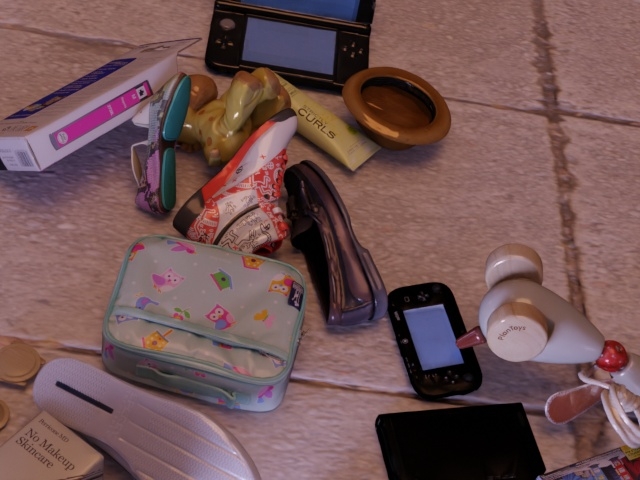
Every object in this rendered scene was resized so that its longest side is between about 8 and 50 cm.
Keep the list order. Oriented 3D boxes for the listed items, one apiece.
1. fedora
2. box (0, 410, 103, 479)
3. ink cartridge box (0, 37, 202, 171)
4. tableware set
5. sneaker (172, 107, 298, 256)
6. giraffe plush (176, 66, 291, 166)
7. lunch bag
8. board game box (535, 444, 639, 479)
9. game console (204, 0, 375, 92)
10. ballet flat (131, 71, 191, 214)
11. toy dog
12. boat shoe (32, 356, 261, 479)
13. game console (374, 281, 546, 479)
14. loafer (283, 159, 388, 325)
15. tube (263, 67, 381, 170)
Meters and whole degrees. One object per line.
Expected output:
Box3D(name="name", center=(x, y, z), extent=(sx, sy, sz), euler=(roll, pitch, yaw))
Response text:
Box3D(name="fedora", center=(0.123, -0.212, 2.073), extent=(0.194, 0.079, 0.194), euler=(10, 48, -12))
Box3D(name="box", center=(-0.390, 0.337, 1.445), extent=(0.113, 0.094, 0.275), euler=(32, 50, 17))
Box3D(name="ink cartridge box", center=(-0.359, -0.218, 1.919), extent=(0.176, 0.069, 0.371), euler=(4, 34, 46))
Box3D(name="tableware set", center=(-0.460, 0.186, 1.618), extent=(0.141, 0.020, 0.168), euler=(20, 48, 8))
Box3D(name="sneaker", center=(-0.086, -0.070, 1.854), extent=(0.145, 0.090, 0.270), euler=(40, 67, 5))
Box3D(name="giraffe plush", center=(-0.175, -0.198, 1.962), extent=(0.170, 0.181, 0.210), euler=(26, 83, 25))
Box3D(name="lunch bag", center=(-0.155, 0.116, 1.690), extent=(0.279, 0.108, 0.224), euler=(14, 47, -1))
Box3D(name="board game box", center=(0.408, 0.378, 1.614), extent=(0.194, 0.060, 0.194), euler=(-13, 54, -23))
Box3D(name="game console", center=(-0.043, -0.417, 2.158), extent=(0.293, 0.173, 0.250), euler=(8, 47, -5))
Box3D(name="ballet flat", center=(-0.252, -0.152, 1.864), extent=(0.079, 0.221, 0.077), euler=(9, 6, 18))
Box3D(name="toy dog", center=(0.327, 0.165, 1.722), extent=(0.333, 0.161, 0.220), euler=(47, 36, -1))
Box3D(name="boat shoe", center=(-0.207, 0.248, 1.547), extent=(0.335, 0.119, 0.121), euler=(31, 84, 18))
Box3D(name="game console", center=(0.167, 0.206, 1.727), extent=(0.213, 0.044, 0.361), euler=(-3, 49, -16))
Box3D(name="loafer", center=(0.000, 0.000, 1.838), extent=(0.095, 0.109, 0.302), euler=(-16, 56, -20))
Box3D(name="tube", center=(-0.014, -0.205, 2.052), extent=(0.240, 0.062, 0.070), euler=(37, 86, 14))
